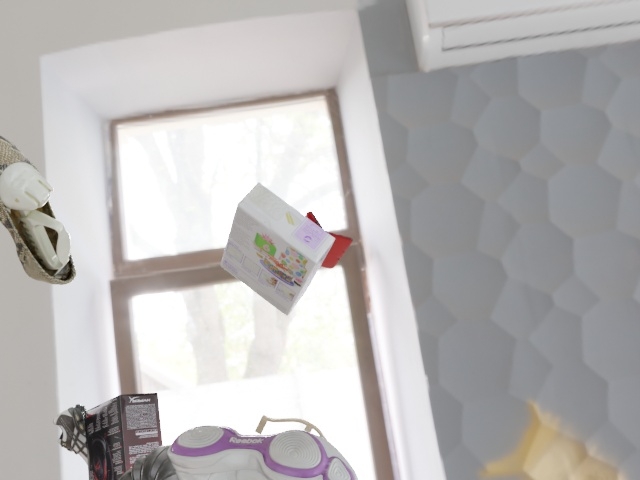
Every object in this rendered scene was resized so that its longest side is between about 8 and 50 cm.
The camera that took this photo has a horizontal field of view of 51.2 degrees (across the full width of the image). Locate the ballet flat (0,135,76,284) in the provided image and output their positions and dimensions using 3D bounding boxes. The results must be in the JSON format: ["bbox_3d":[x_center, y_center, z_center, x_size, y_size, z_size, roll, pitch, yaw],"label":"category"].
[{"bbox_3d":[-0.746,-0.069,1.734,0.182,0.164,0.483,17,-43,26],"label":"ballet flat"}]

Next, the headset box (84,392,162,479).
[{"bbox_3d":[-0.490,0.550,1.668,0.110,0.293,0.218,7,-27,-41],"label":"headset box"}]

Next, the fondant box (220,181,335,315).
[{"bbox_3d":[-0.120,0.033,1.716,0.096,0.238,0.330,-50,-7,-31],"label":"fondant box"}]

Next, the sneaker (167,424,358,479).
[{"bbox_3d":[-0.081,0.362,0.997,0.305,0.152,0.114,1,18,27],"label":"sneaker"}]

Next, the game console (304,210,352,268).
[{"bbox_3d":[0.000,0.000,1.825,0.085,0.124,0.144,-14,-30,-38],"label":"game console"}]

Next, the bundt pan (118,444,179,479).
[{"bbox_3d":[-0.302,0.507,1.198,0.331,0.331,0.124,-22,-56,43],"label":"bundt pan"}]

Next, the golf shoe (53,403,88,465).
[{"bbox_3d":[-0.655,0.546,1.804,0.094,0.198,0.077,-19,4,-11],"label":"golf shoe"}]

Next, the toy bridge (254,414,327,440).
[{"bbox_3d":[-0.032,0.386,1.300,0.188,0.063,0.026,26,-3,6],"label":"toy bridge"}]
